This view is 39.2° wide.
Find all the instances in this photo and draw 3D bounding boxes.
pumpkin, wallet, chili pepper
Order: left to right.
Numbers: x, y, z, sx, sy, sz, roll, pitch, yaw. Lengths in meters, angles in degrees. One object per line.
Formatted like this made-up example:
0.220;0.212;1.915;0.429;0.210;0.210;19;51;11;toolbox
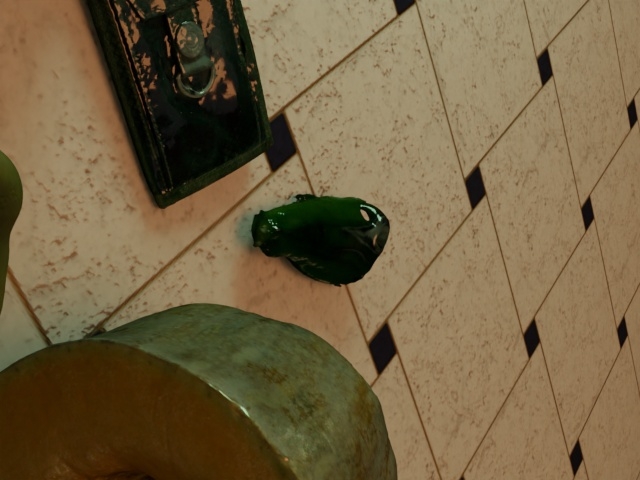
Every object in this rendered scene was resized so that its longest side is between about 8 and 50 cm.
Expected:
-0.126;-0.165;0.844;0.160;0.055;0.236;-35;120;-39;wallet
-0.095;0.212;0.705;0.199;0.333;0.332;-23;110;-64;pumpkin
-0.002;0.000;1.005;0.216;0.062;0.108;3;89;-51;chili pepper

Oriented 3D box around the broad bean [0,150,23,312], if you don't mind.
-0.269;0.003;0.631;0.124;0.082;0.174;20;74;-54;broad bean
